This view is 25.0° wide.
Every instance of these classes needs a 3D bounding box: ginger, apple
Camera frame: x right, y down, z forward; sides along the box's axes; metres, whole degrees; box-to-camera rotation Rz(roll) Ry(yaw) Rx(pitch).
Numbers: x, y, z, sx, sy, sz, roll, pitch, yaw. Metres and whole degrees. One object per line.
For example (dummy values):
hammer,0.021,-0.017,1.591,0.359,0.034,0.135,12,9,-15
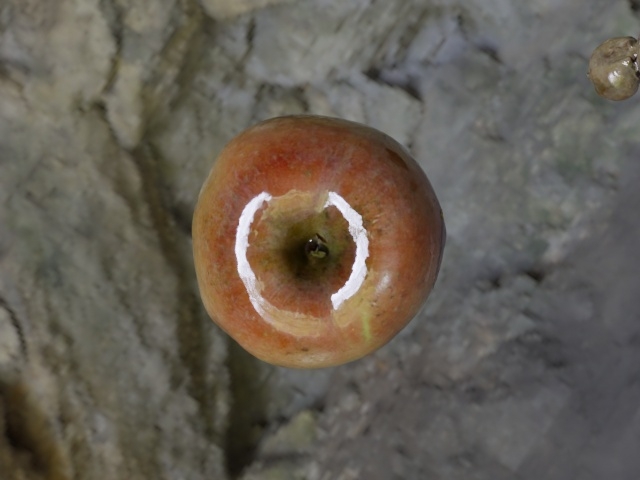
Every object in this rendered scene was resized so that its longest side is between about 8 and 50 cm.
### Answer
ginger,0.386,-0.206,1.586,0.204,0.104,0.080,-11,37,33
apple,0.000,0.000,1.879,0.338,0.338,0.305,-56,-3,9
